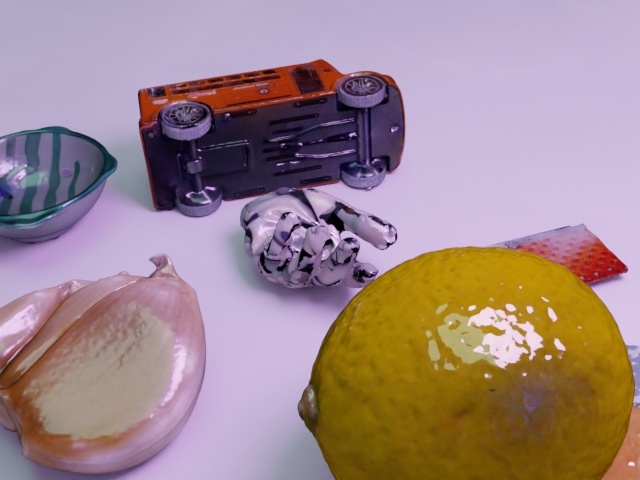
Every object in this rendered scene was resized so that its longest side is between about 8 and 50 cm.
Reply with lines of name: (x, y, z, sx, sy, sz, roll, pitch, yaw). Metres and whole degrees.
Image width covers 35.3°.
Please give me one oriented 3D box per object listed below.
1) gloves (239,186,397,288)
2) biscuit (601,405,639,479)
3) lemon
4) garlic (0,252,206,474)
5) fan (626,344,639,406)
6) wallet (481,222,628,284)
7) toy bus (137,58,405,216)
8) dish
gloves: (-0.004, 0.008, 1.122, 0.127, 0.111, 0.212, 3, 27, -34)
biscuit: (0.343, 0.226, 0.868, 0.249, 0.030, 0.160, 18, 43, 21)
lemon: (0.125, 0.127, 0.848, 0.267, 0.267, 0.267, -2, 38, 1)
garlic: (-0.213, 0.124, 0.987, 0.228, 0.110, 0.217, -36, 60, -21)
fan: (0.251, 0.144, 1.003, 0.240, 0.009, 0.131, -13, 39, -13)
wallet: (0.235, 0.031, 1.140, 0.196, 0.020, 0.103, -14, 39, -13)
toy bus: (-0.062, -0.143, 1.286, 0.329, 0.143, 0.153, -11, 39, -7)
dish: (-0.369, -0.056, 1.244, 0.246, 0.078, 0.224, -4, 38, -3)
